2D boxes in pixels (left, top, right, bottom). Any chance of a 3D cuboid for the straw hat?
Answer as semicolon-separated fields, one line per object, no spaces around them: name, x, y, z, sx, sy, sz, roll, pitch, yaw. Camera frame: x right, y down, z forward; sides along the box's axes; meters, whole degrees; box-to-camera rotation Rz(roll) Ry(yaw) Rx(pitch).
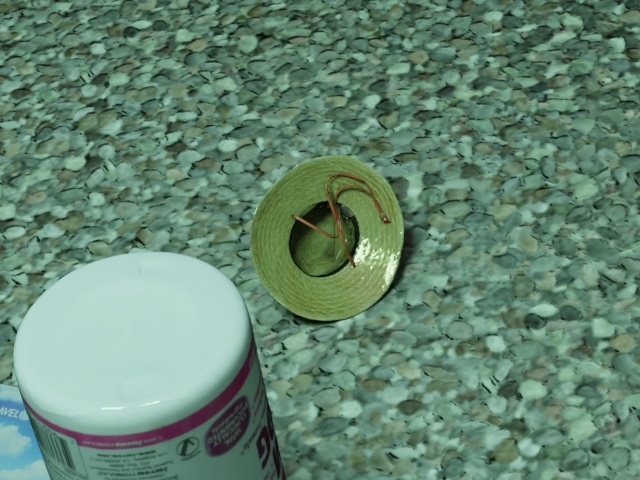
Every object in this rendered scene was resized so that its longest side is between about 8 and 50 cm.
straw hat;0.000;0.000;1.686;0.144;0.144;0.061;-26;4;-17

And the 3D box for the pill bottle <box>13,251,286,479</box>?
pill bottle;-0.108;0.159;1.371;0.160;0.283;0.160;-5;43;5

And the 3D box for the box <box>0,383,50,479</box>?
box;-0.249;0.197;1.535;0.109;0.042;0.178;10;46;20
